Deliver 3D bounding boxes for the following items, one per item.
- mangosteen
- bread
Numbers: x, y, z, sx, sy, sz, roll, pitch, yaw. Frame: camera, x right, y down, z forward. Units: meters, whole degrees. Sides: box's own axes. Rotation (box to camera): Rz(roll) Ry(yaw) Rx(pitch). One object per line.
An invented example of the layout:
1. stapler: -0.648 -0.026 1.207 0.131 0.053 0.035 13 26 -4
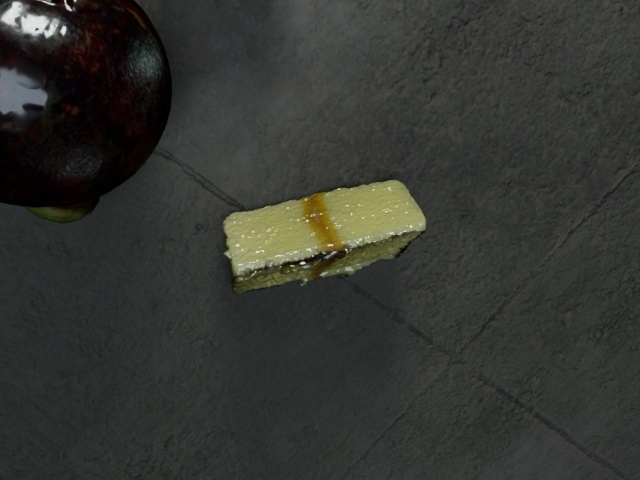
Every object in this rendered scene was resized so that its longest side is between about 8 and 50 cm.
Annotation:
1. mangosteen: -0.298 -0.155 0.641 0.288 0.288 0.288 -4 112 -10
2. bread: 0.000 0.000 0.845 0.266 0.141 0.178 -10 154 -9
